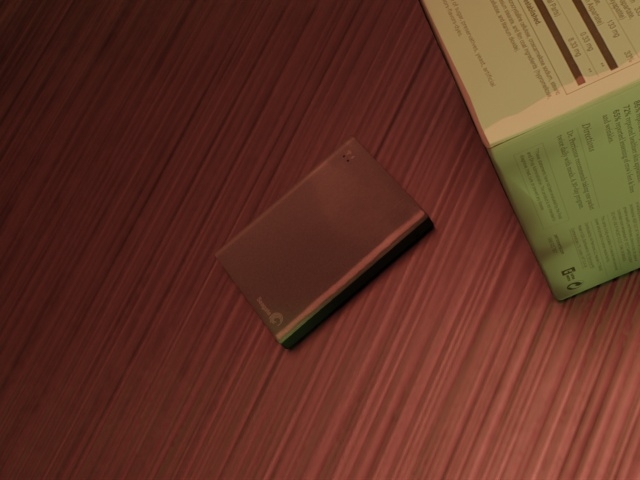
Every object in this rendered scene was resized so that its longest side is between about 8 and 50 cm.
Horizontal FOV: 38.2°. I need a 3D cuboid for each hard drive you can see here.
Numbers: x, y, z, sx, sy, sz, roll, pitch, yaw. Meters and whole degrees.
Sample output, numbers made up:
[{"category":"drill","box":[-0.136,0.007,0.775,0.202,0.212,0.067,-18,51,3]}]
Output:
[{"category":"hard drive","box":[0.000,0.000,0.658,0.135,0.022,0.094,-41,57,1]}]

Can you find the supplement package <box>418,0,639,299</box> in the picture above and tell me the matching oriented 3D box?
[{"category":"supplement package","box":[0.204,-0.132,0.525,0.262,0.199,0.198,-24,58,12]}]
